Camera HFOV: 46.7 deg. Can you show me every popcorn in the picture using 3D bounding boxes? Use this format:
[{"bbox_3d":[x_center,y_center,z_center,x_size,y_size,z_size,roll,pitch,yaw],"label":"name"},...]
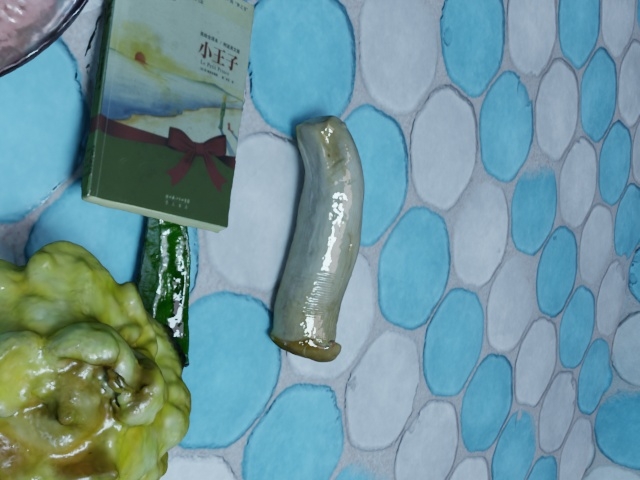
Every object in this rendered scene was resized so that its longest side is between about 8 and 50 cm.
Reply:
[{"bbox_3d":[-0.244,0.144,0.710,0.215,0.252,0.286,-23,114,2],"label":"popcorn"}]

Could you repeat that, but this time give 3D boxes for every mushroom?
[{"bbox_3d":[0.000,0.000,1.048,0.122,0.095,0.351,3,94,-31],"label":"mushroom"}]

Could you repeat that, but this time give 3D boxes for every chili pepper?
[{"bbox_3d":[-0.191,0.039,0.865,0.088,0.059,0.227,-5,100,-43],"label":"chili pepper"}]

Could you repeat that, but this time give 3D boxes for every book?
[{"bbox_3d":[-0.165,-0.166,0.839,0.201,0.026,0.289,13,79,-48],"label":"book"}]

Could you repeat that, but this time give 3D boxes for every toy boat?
[{"bbox_3d":[-0.299,-0.247,0.677,0.227,0.085,0.155,-50,124,-14],"label":"toy boat"}]
